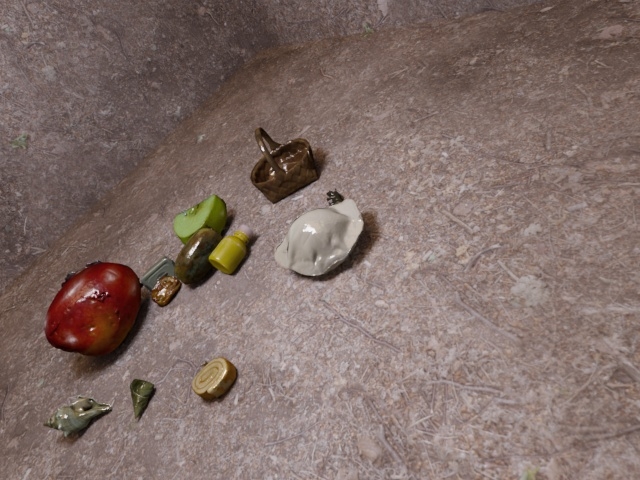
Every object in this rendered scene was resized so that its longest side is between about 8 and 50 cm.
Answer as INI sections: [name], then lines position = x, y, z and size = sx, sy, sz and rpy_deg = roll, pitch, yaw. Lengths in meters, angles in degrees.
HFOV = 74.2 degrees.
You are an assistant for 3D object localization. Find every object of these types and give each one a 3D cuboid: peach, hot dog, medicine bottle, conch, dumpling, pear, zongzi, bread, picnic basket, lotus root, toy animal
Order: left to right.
[conch]
position = -0.938, 0.675, 1.637
size = 0.234, 0.114, 0.137
rpy_deg = -14, 40, -30
[peach]
position = -0.961, 0.293, 1.845
size = 0.353, 0.339, 0.416
rpy_deg = -10, 53, 35
[zongzi]
position = -0.697, 0.586, 1.582
size = 0.154, 0.062, 0.130
rpy_deg = -7, 59, 40
[hot dog]
position = -0.704, 0.225, 1.933
size = 0.099, 0.065, 0.147
rpy_deg = 28, 66, 16
[lotus root]
position = -0.539, 0.071, 1.882
size = 0.275, 0.160, 0.152
rpy_deg = -56, 31, -7
[pear]
position = -0.568, -0.058, 2.053
size = 0.292, 0.159, 0.292
rpy_deg = -23, 42, 22
[bread]
position = -0.359, 0.466, 1.427
size = 0.149, 0.073, 0.122
rpy_deg = -45, 41, -11
[medicine bottle]
position = -0.378, 0.031, 1.846
size = 0.122, 0.122, 0.212
rpy_deg = 9, 56, 42
[picnic basket]
position = -0.210, -0.392, 1.995
size = 0.337, 0.337, 0.293
rpy_deg = -28, 39, 11
[dumpling]
position = -0.003, 0.001, 1.560
size = 0.341, 0.181, 0.260
rpy_deg = -17, 47, -11
[toy animal]
position = 0.059, -0.174, 1.788
size = 0.065, 0.047, 0.136
rpy_deg = -27, 38, 3

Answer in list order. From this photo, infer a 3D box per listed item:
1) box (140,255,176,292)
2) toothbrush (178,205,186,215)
[box]
position = -0.754, 0.159, 2.006
size = 0.172, 0.124, 0.093
rpy_deg = -42, 29, -9
[toothbrush]
position = -0.688, -0.149, 2.103
size = 0.013, 0.011, 0.131
rpy_deg = -29, 35, -18
